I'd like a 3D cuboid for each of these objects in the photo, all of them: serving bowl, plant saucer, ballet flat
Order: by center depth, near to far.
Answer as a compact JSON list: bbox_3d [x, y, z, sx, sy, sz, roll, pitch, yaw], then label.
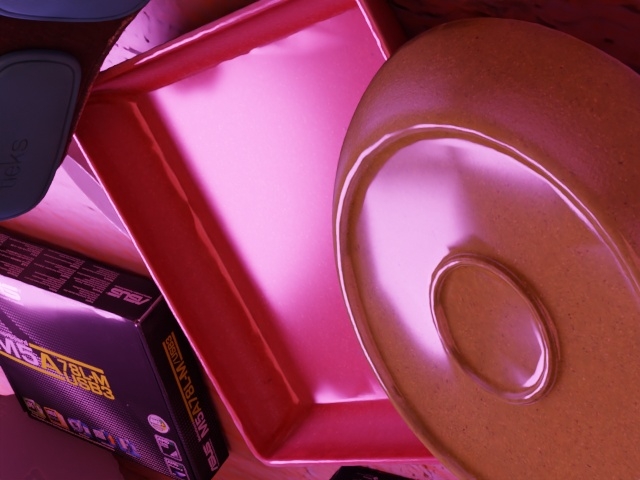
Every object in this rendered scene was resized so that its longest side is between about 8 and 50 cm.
[{"bbox_3d":[0.080,0.030,0.550,0.241,0.037,0.241,34,138,36],"label":"plant saucer"},{"bbox_3d":[-0.144,-0.135,0.663,0.316,0.107,0.106,-48,53,41],"label":"ballet flat"},{"bbox_3d":[0.000,0.000,0.707,0.259,0.048,0.258,-12,110,49],"label":"plant saucer"},{"bbox_3d":[-0.126,-0.035,0.823,0.083,0.027,0.083,43,168,12],"label":"serving bowl"}]

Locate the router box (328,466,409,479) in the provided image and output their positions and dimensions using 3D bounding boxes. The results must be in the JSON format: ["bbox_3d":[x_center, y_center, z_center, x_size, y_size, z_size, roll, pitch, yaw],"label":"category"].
[{"bbox_3d":[0.066,0.206,0.911,0.122,0.038,0.092,7,134,39],"label":"router box"}]

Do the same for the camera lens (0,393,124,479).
[{"bbox_3d":[-0.281,0.279,1.163,0.219,0.219,0.274,36,146,7],"label":"camera lens"}]

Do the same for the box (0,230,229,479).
[{"bbox_3d":[-0.171,0.087,0.998,0.190,0.045,0.184,17,142,29],"label":"box"}]
